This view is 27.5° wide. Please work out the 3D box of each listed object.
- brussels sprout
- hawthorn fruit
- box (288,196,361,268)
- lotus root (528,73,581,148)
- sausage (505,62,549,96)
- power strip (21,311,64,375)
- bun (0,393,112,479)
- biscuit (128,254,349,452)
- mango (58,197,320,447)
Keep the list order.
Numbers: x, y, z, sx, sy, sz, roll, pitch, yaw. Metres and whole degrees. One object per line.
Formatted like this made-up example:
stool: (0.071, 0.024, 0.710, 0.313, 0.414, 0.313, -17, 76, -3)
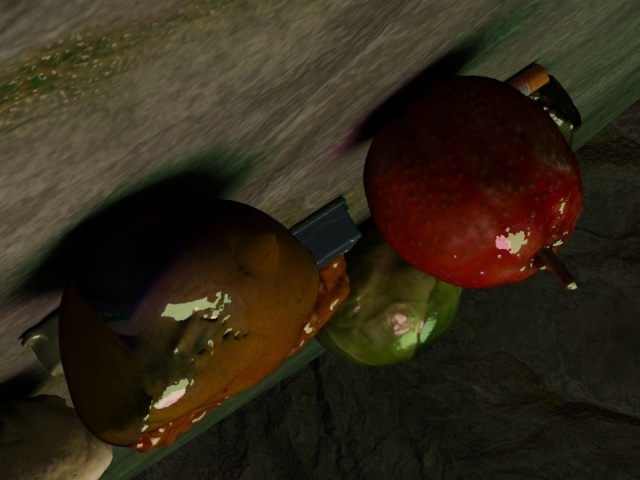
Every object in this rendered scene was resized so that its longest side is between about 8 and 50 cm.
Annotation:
brussels sprout: (0.109, 0.064, 1.973, 0.271, 0.210, 0.219, -51, -178, -17)
hawthorn fruit: (0.164, -0.042, 1.305, 0.205, 0.253, 0.205, -35, 169, -8)
box: (0.000, 0.000, 1.585, 0.099, 0.054, 0.074, -33, 170, -25)
lotus root: (0.245, -0.100, 1.778, 0.260, 0.149, 0.267, -38, 176, 13)
sausage: (0.239, -0.185, 1.644, 0.107, 0.031, 0.031, -33, 172, -18)
power strip: (-0.156, 0.051, 1.213, 0.286, 0.048, 0.080, -27, 167, -47)
bun: (-0.314, 0.224, 1.281, 0.210, 0.116, 0.237, -36, -172, -26)
biscuit: (-0.121, 0.143, 1.707, 0.318, 0.110, 0.312, -42, 173, 39)
mango: (-0.103, 0.053, 1.053, 0.201, 0.152, 0.287, -35, 173, 14)
